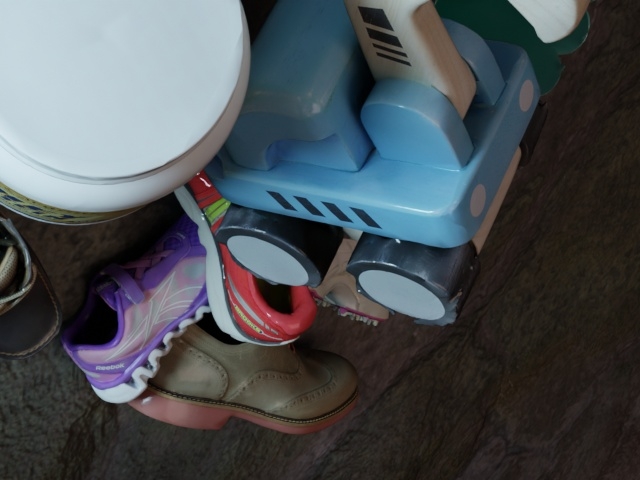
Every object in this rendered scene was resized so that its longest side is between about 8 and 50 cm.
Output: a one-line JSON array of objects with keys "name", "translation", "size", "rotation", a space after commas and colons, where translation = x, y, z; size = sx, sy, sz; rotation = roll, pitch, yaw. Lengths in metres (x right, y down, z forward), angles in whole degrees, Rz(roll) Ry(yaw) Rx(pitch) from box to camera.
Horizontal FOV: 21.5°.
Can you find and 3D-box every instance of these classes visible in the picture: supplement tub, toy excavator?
[{"name": "supplement tub", "translation": [-0.177, -0.131, 1.269], "size": [0.228, 0.228, 0.316], "rotation": [-46, -173, -10]}, {"name": "toy excavator", "translation": [0.054, -0.133, 1.330], "size": [0.222, 0.433, 0.445], "rotation": [-63, 145, -22]}]

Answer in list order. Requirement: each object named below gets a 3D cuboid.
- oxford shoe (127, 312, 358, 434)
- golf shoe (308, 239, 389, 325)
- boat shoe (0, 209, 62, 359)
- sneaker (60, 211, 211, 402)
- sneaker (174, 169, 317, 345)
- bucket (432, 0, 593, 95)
[{"name": "oxford shoe", "translation": [-0.062, 0.132, 1.855], "size": [0.348, 0.123, 0.130], "rotation": [4, 111, -53]}, {"name": "golf shoe", "translation": [0.000, 0.000, 1.837], "size": [0.306, 0.115, 0.140], "rotation": [24, 91, -62]}, {"name": "boat shoe", "translation": [-0.316, 0.022, 1.443], "size": [0.132, 0.130, 0.355], "rotation": [-47, 145, -7]}, {"name": "sneaker", "translation": [-0.172, 0.048, 1.682], "size": [0.236, 0.095, 0.104], "rotation": [-53, 135, -2]}, {"name": "sneaker", "translation": [-0.064, -0.035, 1.622], "size": [0.107, 0.118, 0.279], "rotation": [-24, 100, -33]}, {"name": "bucket", "translation": [0.131, -0.255, 1.684], "size": [0.281, 0.183, 0.281], "rotation": [-30, 140, -29]}]
